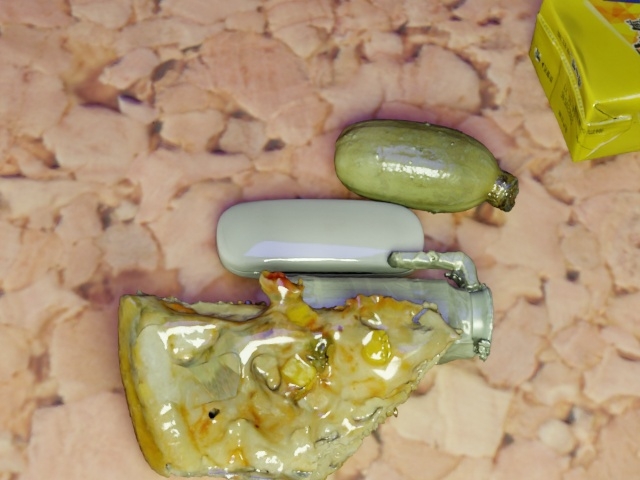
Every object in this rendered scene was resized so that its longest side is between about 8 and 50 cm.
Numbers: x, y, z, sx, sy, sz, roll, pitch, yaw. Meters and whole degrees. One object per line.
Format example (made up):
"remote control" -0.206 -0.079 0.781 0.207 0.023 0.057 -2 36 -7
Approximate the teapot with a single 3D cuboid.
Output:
"teapot" 0.056 0.059 1.543 0.200 0.077 0.107 1 66 -3

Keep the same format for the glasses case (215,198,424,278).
"glasses case" 0.000 0.000 1.596 0.197 0.049 0.076 0 55 -6

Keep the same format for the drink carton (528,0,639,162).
"drink carton" 0.405 -0.191 1.723 0.351 0.111 0.154 -10 57 -12

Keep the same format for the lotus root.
"lotus root" 0.103 -0.072 1.631 0.183 0.077 0.090 12 38 3

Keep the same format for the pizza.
"pizza" -0.025 0.119 1.458 0.297 0.071 0.189 -1 92 -5
